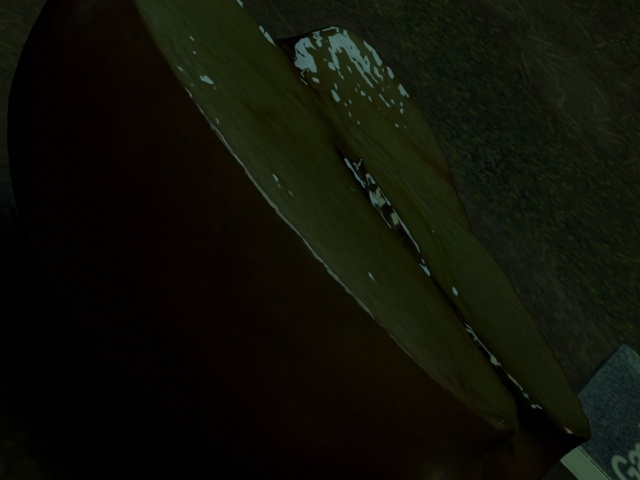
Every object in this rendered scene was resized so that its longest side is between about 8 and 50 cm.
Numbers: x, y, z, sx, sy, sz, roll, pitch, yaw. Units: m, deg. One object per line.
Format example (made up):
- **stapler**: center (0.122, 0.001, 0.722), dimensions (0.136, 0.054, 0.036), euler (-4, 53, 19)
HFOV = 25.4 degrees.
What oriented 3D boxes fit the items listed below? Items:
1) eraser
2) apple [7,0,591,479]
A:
- **eraser**: center (0.219, 0.155, 1.086), dimensions (0.092, 0.046, 0.212), euler (47, 31, 10)
- **apple**: center (0.000, 0.000, 0.814), dimensions (0.329, 0.295, 0.365), euler (-20, 65, -27)
